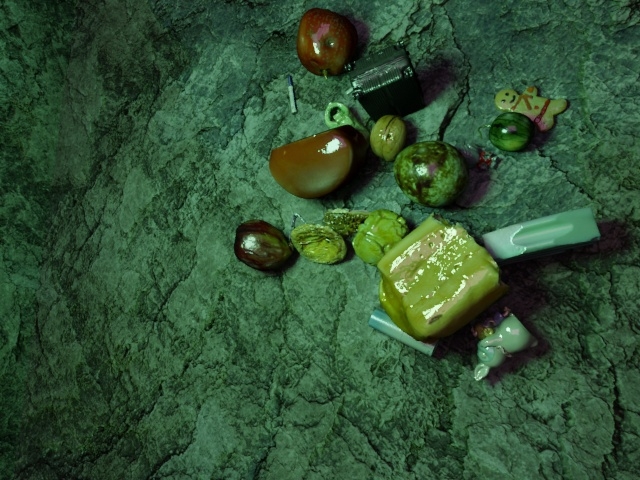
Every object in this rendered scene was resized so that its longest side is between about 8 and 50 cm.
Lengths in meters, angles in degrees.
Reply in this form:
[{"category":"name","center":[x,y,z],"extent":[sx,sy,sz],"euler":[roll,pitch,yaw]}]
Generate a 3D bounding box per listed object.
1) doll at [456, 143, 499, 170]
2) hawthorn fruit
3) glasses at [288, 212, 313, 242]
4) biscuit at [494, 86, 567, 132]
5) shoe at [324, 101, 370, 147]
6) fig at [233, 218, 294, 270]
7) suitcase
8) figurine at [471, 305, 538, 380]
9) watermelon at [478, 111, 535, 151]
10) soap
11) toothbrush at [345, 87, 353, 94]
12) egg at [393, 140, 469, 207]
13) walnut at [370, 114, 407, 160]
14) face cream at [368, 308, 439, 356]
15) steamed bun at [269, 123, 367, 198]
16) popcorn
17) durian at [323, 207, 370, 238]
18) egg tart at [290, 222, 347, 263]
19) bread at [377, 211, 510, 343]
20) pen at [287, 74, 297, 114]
[{"category":"doll","center":[0.563,-0.305,1.563],"extent":[0.180,0.079,0.093],"euler":[17,111,13]},{"category":"hawthorn fruit","center":[0.024,-0.830,1.803],"extent":[0.276,0.275,0.299],"euler":[3,92,24]},{"category":"glasses","center":[-0.078,-0.046,1.821],"extent":[0.104,0.062,0.139],"euler":[7,83,3]},{"category":"biscuit","center":[0.748,-0.485,1.537],"extent":[0.234,0.030,0.153],"euler":[35,93,25]},{"category":"shoe","center":[0.099,-0.470,1.783],"extent":[0.140,0.128,0.262],"euler":[-39,64,28]},{"category":"fig","center":[-0.252,0.023,1.779],"extent":[0.263,0.224,0.223],"euler":[33,94,22]},{"category":"suitcase","center":[0.256,-0.576,1.604],"extent":[0.230,0.335,0.152],"euler":[-17,78,20]},{"category":"figurine","center":[0.572,0.345,1.403],"extent":[0.235,0.127,0.155],"euler":[-43,85,14]},{"category":"watermelon","center":[0.656,-0.390,1.497],"extent":[0.187,0.141,0.140],"euler":[27,91,28]},{"category":"soap","center":[0.703,-0.004,1.371],"extent":[0.324,0.193,0.109],"euler":[-15,75,21]},{"category":"toothbrush","center":[0.195,-0.695,1.830],"extent":[0.204,0.022,0.017],"euler":[-32,66,19]},{"category":"egg","center":[0.392,-0.246,1.534],"extent":[0.290,0.238,0.238],"euler":[33,94,34]},{"category":"walnut","center":[0.269,-0.409,1.670],"extent":[0.144,0.144,0.180],"euler":[26,105,26]},{"category":"face cream","center":[0.303,0.334,1.548],"extent":[0.250,0.077,0.077],"euler":[23,90,24]},{"category":"steamed bun","center":[0.000,-0.301,1.697],"extent":[0.380,0.235,0.248],"euler":[-10,106,29]},{"category":"popcorn","center":[0.232,-0.007,1.593],"extent":[0.204,0.183,0.221],"euler":[44,97,-6]},{"category":"durian","center":[0.107,-0.084,1.716],"extent":[0.225,0.078,0.140],"euler":[-13,75,24]},{"category":"egg tart","center":[0.000,0.000,1.707],"extent":[0.252,0.232,0.098],"euler":[-28,28,47]},{"category":"bread","center":[0.392,0.148,1.451],"extent":[0.394,0.250,0.361],"euler":[-44,52,11]},{"category":"pen","center":[-0.133,-0.679,1.969],"extent":[0.025,0.025,0.203],"euler":[-14,74,21]}]
